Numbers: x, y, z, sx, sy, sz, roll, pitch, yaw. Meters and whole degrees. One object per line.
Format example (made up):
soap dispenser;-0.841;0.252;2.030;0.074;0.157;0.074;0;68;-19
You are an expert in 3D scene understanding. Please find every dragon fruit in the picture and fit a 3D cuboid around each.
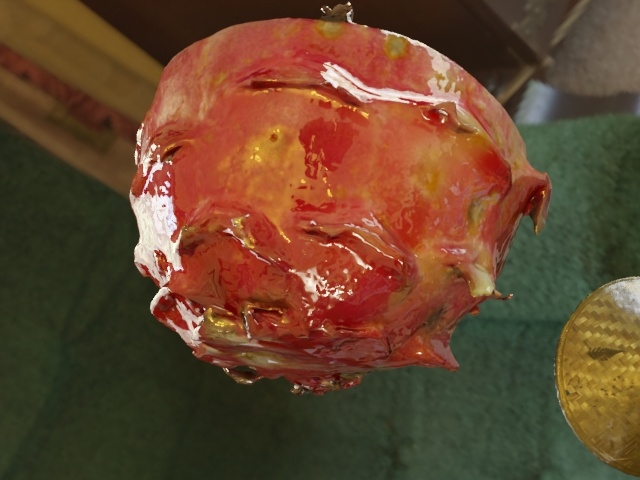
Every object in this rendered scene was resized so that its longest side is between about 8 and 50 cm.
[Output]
dragon fruit;0.000;0.000;1.226;0.386;0.371;0.249;7;53;12

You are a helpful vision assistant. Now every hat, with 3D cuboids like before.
hat;0.242;0.092;0.969;0.146;0.146;0.067;-65;10;-17
